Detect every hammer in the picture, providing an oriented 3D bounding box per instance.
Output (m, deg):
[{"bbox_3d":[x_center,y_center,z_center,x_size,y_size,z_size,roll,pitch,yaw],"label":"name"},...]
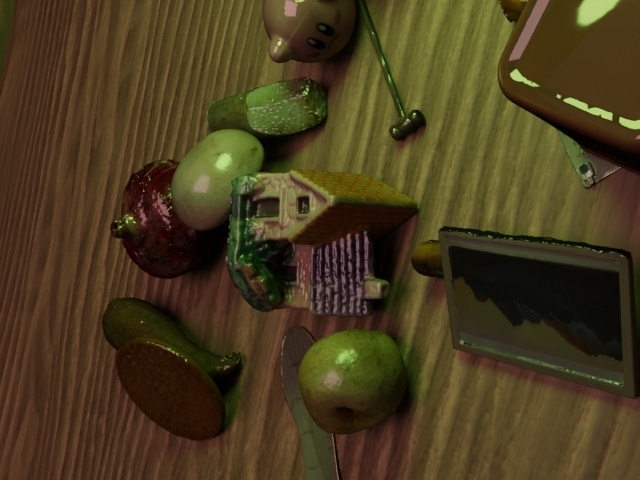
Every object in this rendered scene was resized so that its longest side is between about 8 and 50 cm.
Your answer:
[{"bbox_3d":[0.107,-0.299,1.194,0.058,0.029,0.292,-35,59,36],"label":"hammer"}]

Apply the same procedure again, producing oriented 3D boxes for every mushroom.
[{"bbox_3d":[-0.161,-0.092,1.324,0.207,0.215,0.207,-47,17,19],"label":"mushroom"}]

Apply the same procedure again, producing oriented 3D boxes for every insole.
[{"bbox_3d":[-0.016,0.316,1.236,0.119,0.009,0.348,-27,65,40],"label":"insole"}]

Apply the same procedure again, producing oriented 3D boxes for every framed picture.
[{"bbox_3d":[0.269,0.083,0.909,0.265,0.018,0.192,9,118,47],"label":"framed picture"}]

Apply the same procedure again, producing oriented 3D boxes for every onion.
[{"bbox_3d":[-0.333,-0.041,1.470,0.252,0.219,0.252,7,100,47],"label":"onion"}]

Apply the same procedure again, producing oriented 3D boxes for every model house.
[{"bbox_3d":[0.000,0.000,1.128,0.237,0.202,0.236,-2,82,47],"label":"model house"}]

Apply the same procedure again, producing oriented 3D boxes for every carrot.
[{"bbox_3d":[0.238,0.029,0.980,0.260,0.070,0.070,1,85,49],"label":"carrot"}]

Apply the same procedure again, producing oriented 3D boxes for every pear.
[{"bbox_3d":[0.046,0.212,1.085,0.167,0.167,0.136,-39,41,35],"label":"pear"}]

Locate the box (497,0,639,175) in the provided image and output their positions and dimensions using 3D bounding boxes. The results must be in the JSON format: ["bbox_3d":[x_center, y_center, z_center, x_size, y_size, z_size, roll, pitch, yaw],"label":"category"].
[{"bbox_3d":[0.380,-0.241,0.745,0.239,0.229,0.339,39,110,42],"label":"box"}]

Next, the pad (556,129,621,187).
[{"bbox_3d":[0.407,-0.197,0.877,0.265,0.009,0.159,-36,59,36],"label":"pad"}]

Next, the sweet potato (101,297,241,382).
[{"bbox_3d":[-0.330,0.222,1.502,0.423,0.130,0.130,20,98,38],"label":"sweet potato"}]

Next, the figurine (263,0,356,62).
[{"bbox_3d":[-0.020,-0.392,1.234,0.173,0.173,0.173,-9,78,45],"label":"figurine"}]

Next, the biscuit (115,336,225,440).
[{"bbox_3d":[-0.296,0.293,1.415,0.262,0.037,0.262,16,129,20],"label":"biscuit"}]

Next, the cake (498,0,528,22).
[{"bbox_3d":[0.331,-0.335,0.958,0.185,0.116,0.079,-20,71,9],"label":"cake"}]

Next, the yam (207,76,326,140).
[{"bbox_3d":[-0.108,-0.242,1.355,0.259,0.106,0.106,-4,81,47],"label":"yam"}]
